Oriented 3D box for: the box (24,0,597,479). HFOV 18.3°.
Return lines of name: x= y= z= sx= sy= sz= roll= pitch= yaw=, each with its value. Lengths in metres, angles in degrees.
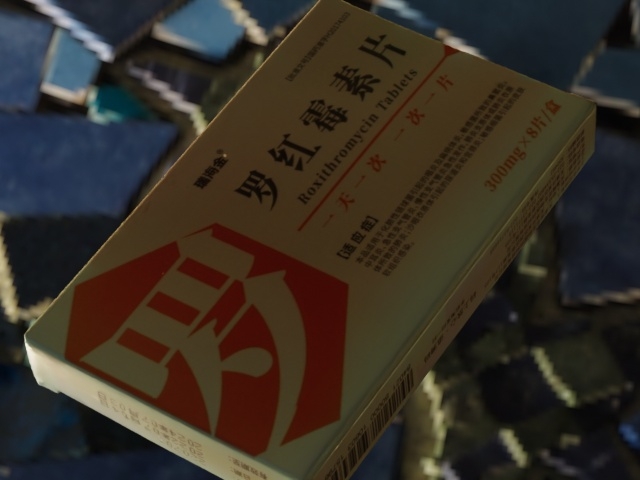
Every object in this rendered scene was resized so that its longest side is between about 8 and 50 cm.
box: x=0.000 y=0.000 z=0.342 sx=0.058 sy=0.093 sz=0.015 roll=26 pitch=148 yaw=23
